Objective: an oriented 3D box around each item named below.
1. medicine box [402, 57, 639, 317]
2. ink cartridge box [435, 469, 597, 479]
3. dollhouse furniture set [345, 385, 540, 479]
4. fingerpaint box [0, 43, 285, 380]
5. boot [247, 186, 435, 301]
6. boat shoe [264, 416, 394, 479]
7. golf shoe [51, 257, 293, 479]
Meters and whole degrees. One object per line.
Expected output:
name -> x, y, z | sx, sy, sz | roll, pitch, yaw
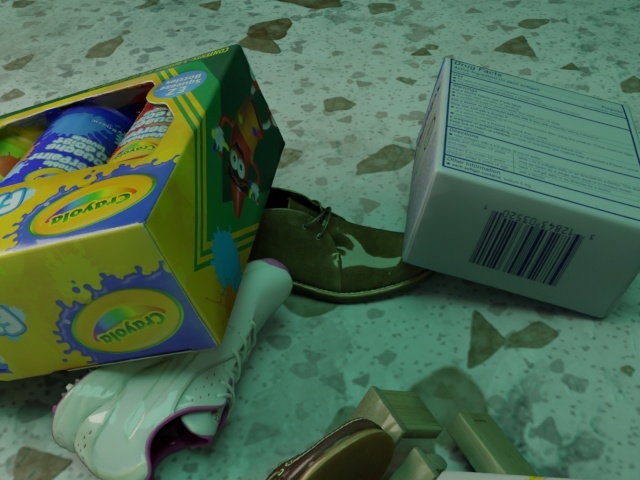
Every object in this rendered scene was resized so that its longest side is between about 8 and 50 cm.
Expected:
medicine box -> 0.258, -0.080, 0.916 | 0.263, 0.149, 0.289 | 15, 40, 0
ink cartridge box -> 0.153, 0.269, 0.455 | 0.171, 0.168, 0.232 | -37, 9, -35
dollhouse furniture set -> 0.106, 0.239, 0.683 | 0.151, 0.123, 0.144 | 14, 27, -38
fingerpaint box -> -0.299, -0.030, 0.823 | 0.444, 0.163, 0.371 | -11, 36, 18
boot -> 0.000, 0.000, 0.908 | 0.305, 0.115, 0.112 | 3, 36, 3
boat shoe -> -0.027, 0.228, 0.625 | 0.207, 0.073, 0.073 | -43, 32, -7
golf shoe -> -0.125, 0.141, 0.764 | 0.140, 0.115, 0.306 | 36, 61, 27
